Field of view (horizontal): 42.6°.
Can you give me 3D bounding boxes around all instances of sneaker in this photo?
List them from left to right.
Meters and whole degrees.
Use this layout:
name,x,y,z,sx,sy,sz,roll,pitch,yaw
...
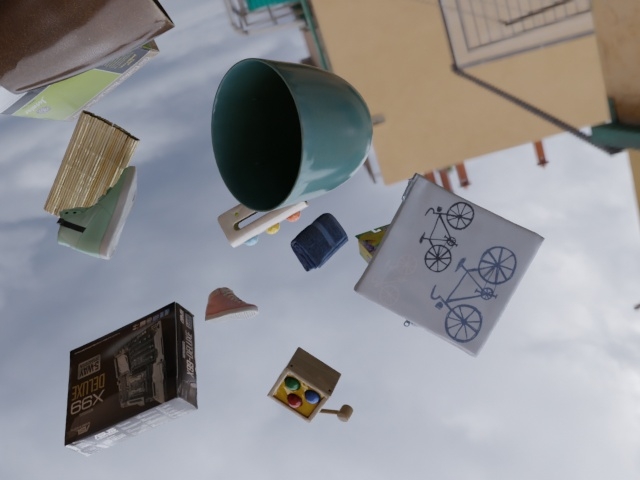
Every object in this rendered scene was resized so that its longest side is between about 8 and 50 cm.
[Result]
name,x,y,z,sx,sy,sz,roll,pitch,yaw
sneaker,-0.525,-0.086,1.921,0.151,0.094,0.255,14,-123,1
sneaker,-0.177,0.121,1.623,0.134,0.070,0.051,-13,156,39

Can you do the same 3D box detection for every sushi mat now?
name,x,y,z,sx,sy,sz,roll,pitch,yaw
sushi mat,-0.570,-0.162,2.032,0.316,0.151,0.019,-58,-171,29

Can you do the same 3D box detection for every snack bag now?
name,x,y,z,sx,sy,sz,roll,pitch,yaw
snack bag,0.283,0.060,1.859,0.343,0.323,0.037,26,-170,-4

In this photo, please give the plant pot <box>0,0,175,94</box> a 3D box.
name,x,y,z,sx,sy,sz,roll,pitch,yaw
plant pot,-0.353,-0.307,1.101,0.230,0.215,0.215,-37,-158,2

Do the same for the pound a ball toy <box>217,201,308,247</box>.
name,x,y,z,sx,sy,sz,roll,pitch,yaw
pound a ball toy,-0.154,-0.096,2.670,0.319,0.135,0.208,-29,180,4

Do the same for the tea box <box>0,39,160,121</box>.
name,x,y,z,sx,sy,sz,roll,pitch,yaw
tea box,-0.623,-0.461,1.918,0.329,0.220,0.323,-31,168,23

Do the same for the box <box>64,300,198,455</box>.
name,x,y,z,sx,sy,sz,roll,pitch,yaw
box,-0.414,0.303,1.794,0.307,0.076,0.242,-25,-132,19

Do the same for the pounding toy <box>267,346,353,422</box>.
name,x,y,z,sx,sy,sz,roll,pitch,yaw
pounding toy,-0.019,0.394,2.011,0.181,0.206,0.094,-58,179,39

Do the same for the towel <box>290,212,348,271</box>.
name,x,y,z,sx,sy,sz,roll,pitch,yaw
towel,0.000,0.000,1.392,0.029,0.067,0.119,-29,-171,41

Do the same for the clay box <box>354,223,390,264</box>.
name,x,y,z,sx,sy,sz,roll,pitch,yaw
clay box,0.188,0.036,2.109,0.127,0.053,0.222,-18,-147,-15

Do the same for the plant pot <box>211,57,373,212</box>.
name,x,y,z,sx,sy,sz,roll,pitch,yaw
plant pot,-0.039,-0.216,1.633,0.235,0.293,0.293,-12,-167,-40
